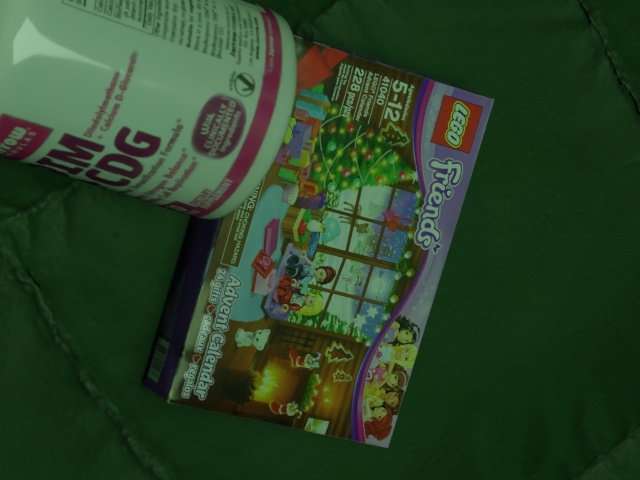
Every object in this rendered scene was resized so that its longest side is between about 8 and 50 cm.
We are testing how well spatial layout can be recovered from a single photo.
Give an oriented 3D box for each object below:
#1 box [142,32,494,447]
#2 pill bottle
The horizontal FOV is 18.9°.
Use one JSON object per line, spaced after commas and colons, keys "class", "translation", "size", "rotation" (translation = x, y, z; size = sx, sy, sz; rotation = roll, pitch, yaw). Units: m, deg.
{"class": "box", "translation": [0.000, 0.000, 1.486], "size": [0.201, 0.057, 0.293], "rotation": [14, 94, -29]}
{"class": "pill bottle", "translation": [-0.172, -0.126, 1.317], "size": [0.283, 0.160, 0.160], "rotation": [17, 93, -27]}
